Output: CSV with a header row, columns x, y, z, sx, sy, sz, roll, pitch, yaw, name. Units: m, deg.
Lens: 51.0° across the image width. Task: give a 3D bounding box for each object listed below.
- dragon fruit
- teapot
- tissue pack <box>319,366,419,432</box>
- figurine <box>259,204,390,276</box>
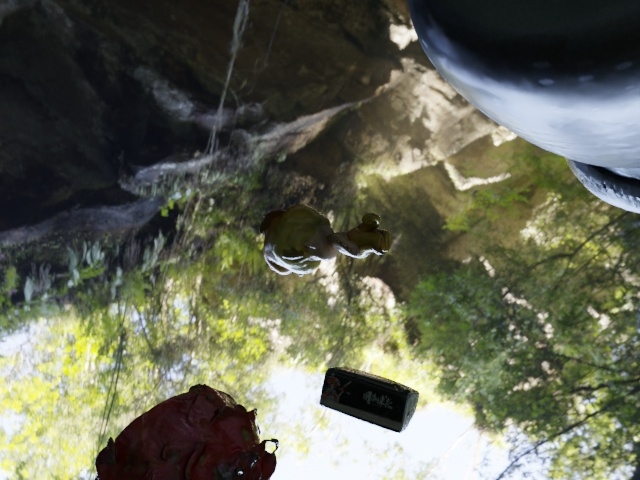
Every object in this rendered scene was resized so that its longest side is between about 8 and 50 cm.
x,y,z,sx,sy,sz,roll,pitch,yaw,name
-0.246,0.496,1.331,0.249,0.386,0.371,26,-93,40,dragon fruit
0.184,-0.133,0.459,0.285,0.305,0.223,29,-109,-46,teapot
0.095,0.302,1.286,0.170,0.103,0.090,15,-91,22,tissue pack
0.000,0.000,1.189,0.156,0.246,0.131,-18,-75,-65,figurine
